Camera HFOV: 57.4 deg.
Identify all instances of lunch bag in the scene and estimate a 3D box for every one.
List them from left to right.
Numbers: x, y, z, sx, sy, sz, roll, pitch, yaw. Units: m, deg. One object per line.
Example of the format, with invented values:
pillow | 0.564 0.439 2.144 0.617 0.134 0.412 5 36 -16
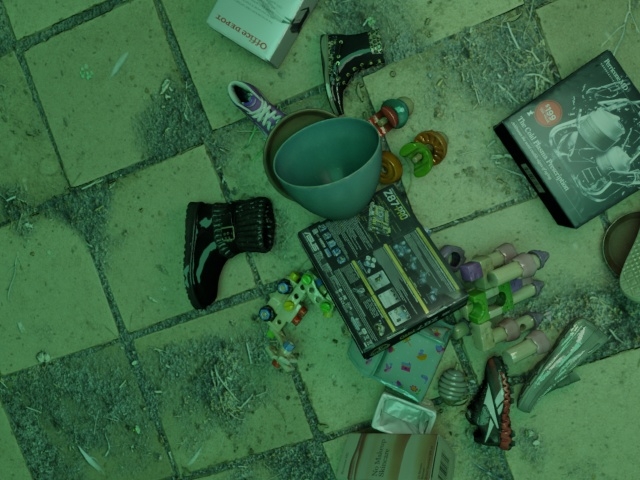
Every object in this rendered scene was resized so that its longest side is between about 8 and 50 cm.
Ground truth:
lunch bag | 0.218 0.298 1.675 0.262 0.160 0.223 25 116 15

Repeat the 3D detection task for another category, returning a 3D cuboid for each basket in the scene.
basket | 0.247 0.511 1.724 0.167 0.103 0.113 19 98 8

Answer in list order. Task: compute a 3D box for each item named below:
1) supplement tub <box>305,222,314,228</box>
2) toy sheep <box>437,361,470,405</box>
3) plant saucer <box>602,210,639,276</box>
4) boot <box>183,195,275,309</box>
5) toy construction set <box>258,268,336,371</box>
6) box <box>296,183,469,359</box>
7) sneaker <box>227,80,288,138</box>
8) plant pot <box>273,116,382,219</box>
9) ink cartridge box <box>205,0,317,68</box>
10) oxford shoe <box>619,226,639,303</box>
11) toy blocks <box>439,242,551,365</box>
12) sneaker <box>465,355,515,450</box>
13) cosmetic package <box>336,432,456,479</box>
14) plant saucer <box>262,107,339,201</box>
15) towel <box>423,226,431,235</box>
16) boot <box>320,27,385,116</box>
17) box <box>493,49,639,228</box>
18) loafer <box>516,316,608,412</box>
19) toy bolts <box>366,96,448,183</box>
supplement tub | 0.000 0.000 1.740 0.107 0.071 0.071 29 99 6
toy sheep | 0.386 0.418 1.704 0.091 0.091 0.132 10 93 9
plant saucer | 0.878 0.016 1.611 0.199 0.036 0.198 1 94 10
boot | -0.270 0.041 1.758 0.260 0.131 0.348 1 94 9
toy construction set | -0.058 0.219 1.733 0.215 0.151 0.327 37 88 10
box | 0.161 0.075 1.597 0.318 0.097 0.395 -29 65 -3
sneaker | -0.159 -0.356 1.693 0.282 0.161 0.102 39 98 3
plant pot | 0.040 -0.169 1.585 0.290 0.290 0.195 -13 133 10
ink cartridge box | -0.148 -0.689 1.677 0.223 0.129 0.307 33 99 5
oxford shoe | 0.933 -0.028 1.524 0.130 0.169 0.449 27 91 -35
toy blocks | 0.510 0.140 1.619 0.260 0.309 0.288 -21 105 -22
sneaker | 0.484 0.468 1.683 0.135 0.097 0.276 -2 96 7
cosmetic package | 0.212 0.636 1.645 0.296 0.153 0.129 -14 129 34
plant saucer | -0.030 -0.244 1.693 0.278 0.041 0.277 -4 108 -11
towel | 0.197 0.080 1.733 0.209 0.034 0.285 12 97 9
boot | 0.098 -0.485 1.677 0.179 0.085 0.236 -8 93 8
box | 0.694 -0.258 1.547 0.312 0.179 0.343 -35 89 9
loafer | 0.673 0.364 1.637 0.111 0.112 0.319 37 99 13
toy bolts | 0.234 -0.294 1.671 0.218 0.158 0.228 -23 103 50
